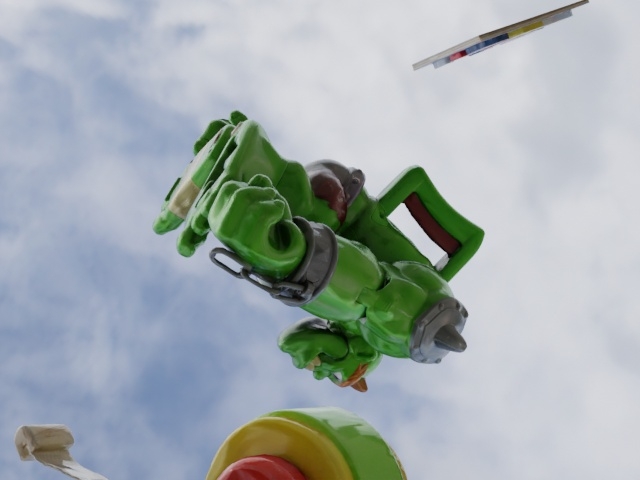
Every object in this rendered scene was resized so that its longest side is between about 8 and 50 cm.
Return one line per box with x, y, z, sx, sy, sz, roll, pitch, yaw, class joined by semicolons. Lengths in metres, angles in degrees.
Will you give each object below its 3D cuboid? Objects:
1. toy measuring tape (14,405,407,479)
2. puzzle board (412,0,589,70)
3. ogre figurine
-0.055;0.135;0.866;0.330;0.121;0.121;20;-145;36;toy measuring tape
0.137;-0.155;1.112;0.096;0.128;0.011;-21;-86;-19;puzzle board
0.000;0.000;0.605;0.118;0.197;0.096;33;-104;-12;ogre figurine
